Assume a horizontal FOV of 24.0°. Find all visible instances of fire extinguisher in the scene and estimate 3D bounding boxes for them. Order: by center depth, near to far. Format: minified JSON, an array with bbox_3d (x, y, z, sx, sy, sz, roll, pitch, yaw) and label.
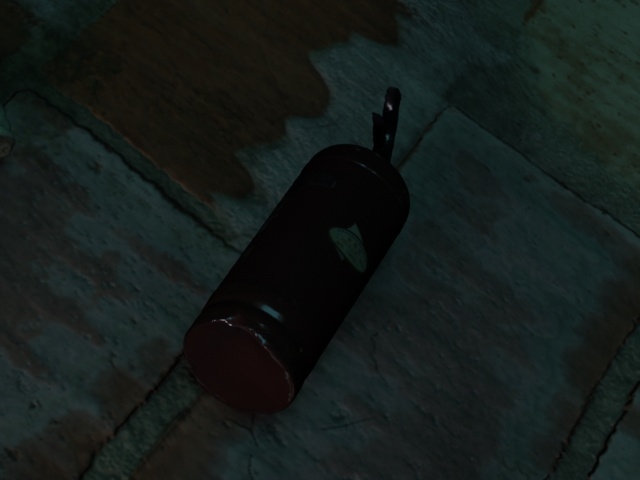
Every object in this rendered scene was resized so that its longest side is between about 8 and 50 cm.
[{"bbox_3d":[0.000,0.000,1.413,0.114,0.135,0.337,20,48,16],"label":"fire extinguisher"}]

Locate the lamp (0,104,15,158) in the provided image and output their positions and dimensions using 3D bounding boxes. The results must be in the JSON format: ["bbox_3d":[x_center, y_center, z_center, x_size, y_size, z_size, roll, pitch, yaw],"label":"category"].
[{"bbox_3d":[-0.342,-0.164,1.417,0.106,0.106,0.193,-14,73,-29],"label":"lamp"}]
